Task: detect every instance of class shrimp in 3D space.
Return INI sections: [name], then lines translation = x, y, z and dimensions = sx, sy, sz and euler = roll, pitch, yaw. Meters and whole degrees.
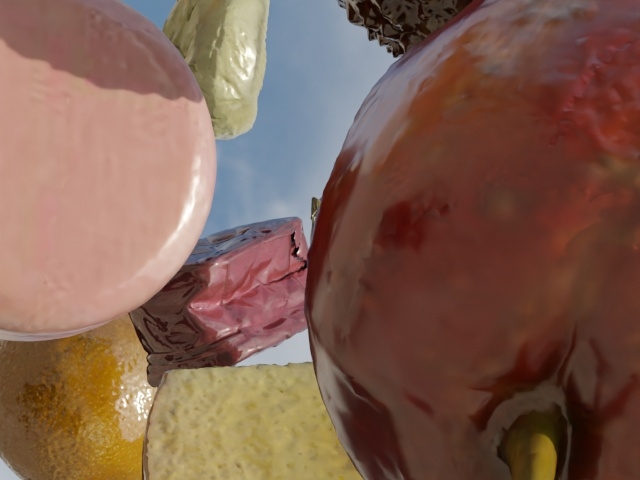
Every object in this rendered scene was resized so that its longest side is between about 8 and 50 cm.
[shrimp]
translation = 0.000, 0.000, 1.621
dimensions = 0.059, 0.023, 0.108
euler = 94, -4, -77

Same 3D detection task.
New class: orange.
[orange]
translation = -0.283, 0.197, 1.783
dimensions = 0.264, 0.264, 0.264
euler = 17, -66, 43

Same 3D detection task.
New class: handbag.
[handbag]
translation = -0.096, 0.063, 1.508
dimensions = 0.146, 0.225, 0.135
euler = -14, -84, 34

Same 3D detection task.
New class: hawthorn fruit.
[hawthorn fruit]
translation = 0.117, 0.035, 0.618
dimensions = 0.287, 0.330, 0.287
euler = 9, -58, 16

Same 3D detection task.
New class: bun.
[bun]
translation = -0.114, -0.196, 1.552
dimensions = 0.164, 0.111, 0.188
euler = 147, -50, -72

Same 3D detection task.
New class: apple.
[apple]
translation = 0.005, 0.253, 1.178
dimensions = 0.252, 0.314, 0.309
euler = -32, -137, 19

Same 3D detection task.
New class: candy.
[candy]
translation = -0.200, -0.055, 0.981
dimensions = 0.094, 0.255, 0.255
euler = -19, -93, 67

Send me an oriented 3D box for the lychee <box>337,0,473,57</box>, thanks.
[lychee]
translation = 0.111, -0.237, 0.935
dimensions = 0.271, 0.271, 0.272
euler = 17, -66, 43
